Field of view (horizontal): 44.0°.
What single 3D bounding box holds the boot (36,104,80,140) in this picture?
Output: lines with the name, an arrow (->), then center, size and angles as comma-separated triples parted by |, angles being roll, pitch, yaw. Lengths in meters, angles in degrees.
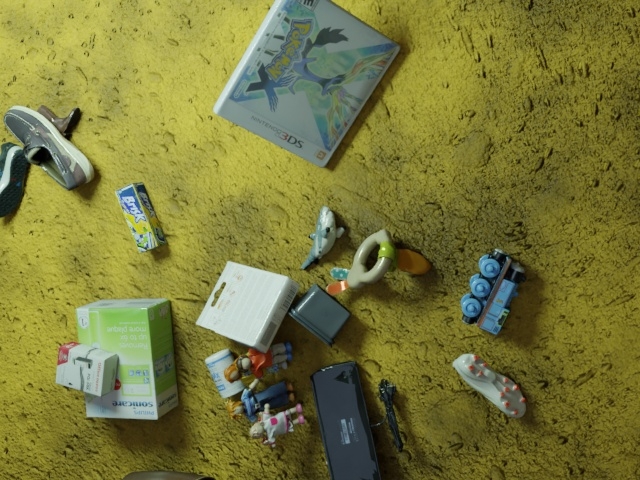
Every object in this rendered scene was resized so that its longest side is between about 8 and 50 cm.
boot -> -0.677, -0.322, 2.025 | 0.114, 0.037, 0.106 | 37, 108, 13

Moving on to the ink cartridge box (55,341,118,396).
ink cartridge box -> -0.573, 0.314, 1.941 | 0.135, 0.056, 0.099 | 11, 100, 18

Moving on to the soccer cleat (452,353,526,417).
soccer cleat -> 0.383, 0.325, 1.787 | 0.196, 0.076, 0.068 | 43, 66, -7

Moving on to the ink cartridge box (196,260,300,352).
ink cartridge box -> -0.174, 0.154, 1.874 | 0.224, 0.056, 0.181 | 11, 68, 46

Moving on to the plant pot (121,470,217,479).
plant pot -> -0.402, 0.670, 2.000 | 0.230, 0.215, 0.215 | 9, 100, 29

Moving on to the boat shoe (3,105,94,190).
boat shoe -> -0.701, -0.232, 2.000 | 0.285, 0.092, 0.103 | 40, 138, 5

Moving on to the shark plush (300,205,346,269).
shark plush -> 0.000, 0.000, 1.874 | 0.067, 0.073, 0.161 | 41, 129, 28

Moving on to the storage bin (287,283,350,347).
storage bin -> 0.001, 0.169, 1.860 | 0.135, 0.098, 0.091 | 41, 92, -12

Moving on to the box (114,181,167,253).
box -> -0.448, -0.058, 1.981 | 0.059, 0.054, 0.169 | -22, 91, 18

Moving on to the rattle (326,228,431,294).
rattle -> 0.129, 0.075, 1.837 | 0.200, 0.142, 0.130 | -50, 47, 27

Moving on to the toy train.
toy train -> 0.381, 0.112, 1.750 | 0.105, 0.080, 0.184 | 24, 101, 3

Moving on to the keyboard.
keyboard -> 0.099, 0.441, 1.869 | 0.201, 0.033, 0.317 | -13, 82, 11

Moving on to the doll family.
doll family -> -0.149, 0.359, 1.900 | 0.163, 0.118, 0.263 | -14, 98, -24

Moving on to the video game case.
video game case -> -0.027, -0.355, 1.732 | 0.300, 0.036, 0.329 | 24, 107, -30

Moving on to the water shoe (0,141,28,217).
water shoe -> -0.826, -0.158, 2.083 | 0.080, 0.073, 0.203 | 30, 101, 33

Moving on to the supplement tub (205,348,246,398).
supplement tub -> -0.234, 0.328, 1.960 | 0.071, 0.071, 0.107 | -26, 88, 18

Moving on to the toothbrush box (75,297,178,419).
toothbrush box -> -0.487, 0.296, 2.005 | 0.206, 0.122, 0.283 | -1, 98, 17
